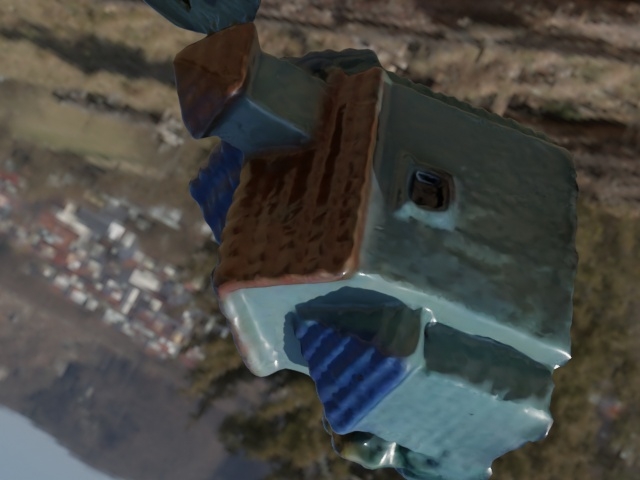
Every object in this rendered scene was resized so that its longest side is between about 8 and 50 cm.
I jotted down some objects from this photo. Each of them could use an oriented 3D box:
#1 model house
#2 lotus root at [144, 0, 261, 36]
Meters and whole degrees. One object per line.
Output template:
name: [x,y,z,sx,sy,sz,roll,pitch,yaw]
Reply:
model house: [0.000,0.000,1.056,0.329,0.295,0.252,26,140,-21]
lotus root: [-0.119,-0.281,1.251,0.183,0.078,0.203,17,149,35]
